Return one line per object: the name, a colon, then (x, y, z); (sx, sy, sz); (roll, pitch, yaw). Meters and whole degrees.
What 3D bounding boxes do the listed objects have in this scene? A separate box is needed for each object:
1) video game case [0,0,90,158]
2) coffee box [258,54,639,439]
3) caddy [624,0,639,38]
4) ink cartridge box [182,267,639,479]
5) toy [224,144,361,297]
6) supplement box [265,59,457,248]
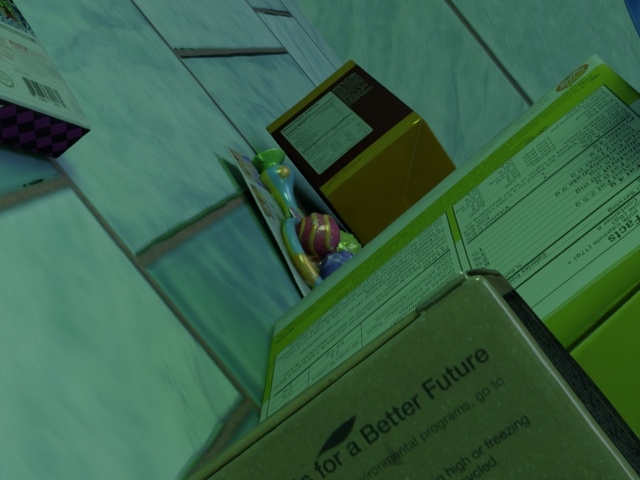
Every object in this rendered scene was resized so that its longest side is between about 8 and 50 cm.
video game case: (-0.263, -0.157, 0.670); (0.210, 0.042, 0.232); (55, 13, 15)
coffee box: (0.189, 0.133, 0.754); (0.337, 0.338, 0.334); (47, 14, -14)
caddy: (0.312, -0.077, 0.629); (0.341, 0.179, 0.241); (49, 39, -2)
ink cartridge box: (0.023, 0.152, 0.380); (0.193, 0.235, 0.088); (54, 13, 9)
toy: (0.000, 0.000, 1.104); (0.237, 0.056, 0.137); (58, 15, 27)
supplement box: (0.068, -0.068, 1.237); (0.191, 0.129, 0.194); (51, 0, -35)
